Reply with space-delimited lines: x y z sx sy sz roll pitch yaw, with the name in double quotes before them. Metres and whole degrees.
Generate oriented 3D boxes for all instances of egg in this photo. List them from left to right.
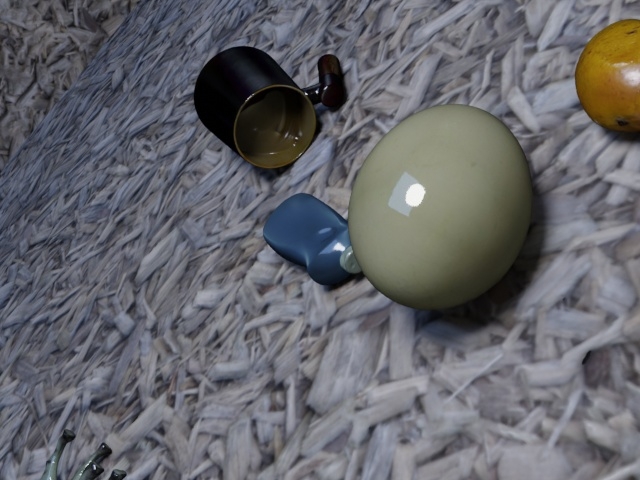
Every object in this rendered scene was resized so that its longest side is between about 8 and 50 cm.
"egg" 0.127 -0.039 0.843 0.186 0.186 0.242 -15 35 42

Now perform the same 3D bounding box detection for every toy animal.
"toy animal" -0.327 0.362 1.071 0.170 0.089 0.255 -49 30 7

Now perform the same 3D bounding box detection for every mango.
"mango" 0.318 -0.175 0.843 0.115 0.089 0.165 -40 31 12

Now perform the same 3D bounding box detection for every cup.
"cup" -0.081 -0.243 1.322 0.239 0.166 0.177 -48 36 5

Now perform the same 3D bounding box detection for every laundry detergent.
"laundry detergent" 0.001 0.001 1.069 0.096 0.061 0.206 -45 33 -9
